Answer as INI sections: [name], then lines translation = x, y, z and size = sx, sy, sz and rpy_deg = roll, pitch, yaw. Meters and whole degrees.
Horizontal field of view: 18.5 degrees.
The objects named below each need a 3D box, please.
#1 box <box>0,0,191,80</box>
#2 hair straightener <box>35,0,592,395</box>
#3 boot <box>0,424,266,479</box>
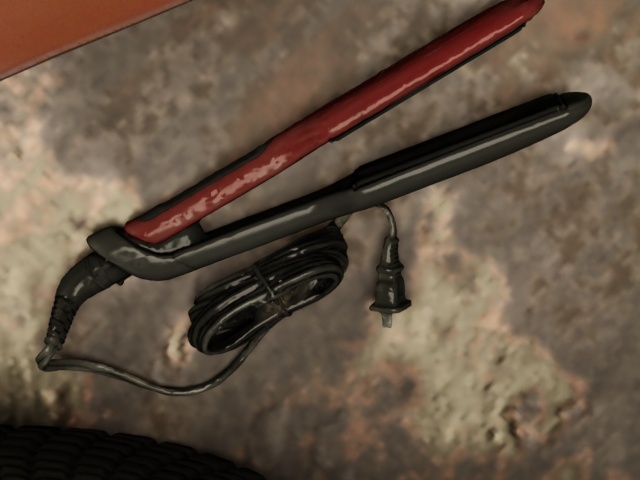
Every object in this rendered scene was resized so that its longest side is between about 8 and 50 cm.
[box]
translation = -0.077, -0.258, 0.583
size = 0.215, 0.168, 0.345
rpy_deg = -23, 115, -1
[hair straightener]
translation = 0.000, 0.000, 0.732
size = 0.230, 0.047, 0.089
rpy_deg = -30, 99, 2
[boot]
translation = -0.035, 0.200, 0.713
size = 0.338, 0.118, 0.222
rpy_deg = 14, 95, 3
